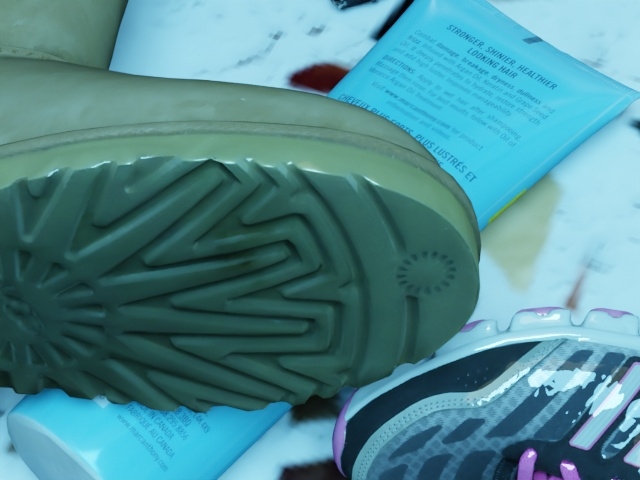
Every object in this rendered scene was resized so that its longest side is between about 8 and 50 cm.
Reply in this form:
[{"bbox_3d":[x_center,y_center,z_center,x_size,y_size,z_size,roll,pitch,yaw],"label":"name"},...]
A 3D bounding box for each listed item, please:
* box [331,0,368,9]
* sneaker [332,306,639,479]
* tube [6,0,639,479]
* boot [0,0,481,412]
[{"bbox_3d":[0.053,-0.172,0.575,0.147,0.180,0.077,-18,57,-5],"label":"box"},{"bbox_3d":[0.088,0.064,0.498,0.170,0.063,0.074,0,53,1],"label":"sneaker"},{"bbox_3d":[0.000,0.000,0.558,0.080,0.052,0.207,37,66,21],"label":"tube"},{"bbox_3d":[-0.064,-0.082,0.557,0.236,0.089,0.269,-1,47,12],"label":"boot"}]
